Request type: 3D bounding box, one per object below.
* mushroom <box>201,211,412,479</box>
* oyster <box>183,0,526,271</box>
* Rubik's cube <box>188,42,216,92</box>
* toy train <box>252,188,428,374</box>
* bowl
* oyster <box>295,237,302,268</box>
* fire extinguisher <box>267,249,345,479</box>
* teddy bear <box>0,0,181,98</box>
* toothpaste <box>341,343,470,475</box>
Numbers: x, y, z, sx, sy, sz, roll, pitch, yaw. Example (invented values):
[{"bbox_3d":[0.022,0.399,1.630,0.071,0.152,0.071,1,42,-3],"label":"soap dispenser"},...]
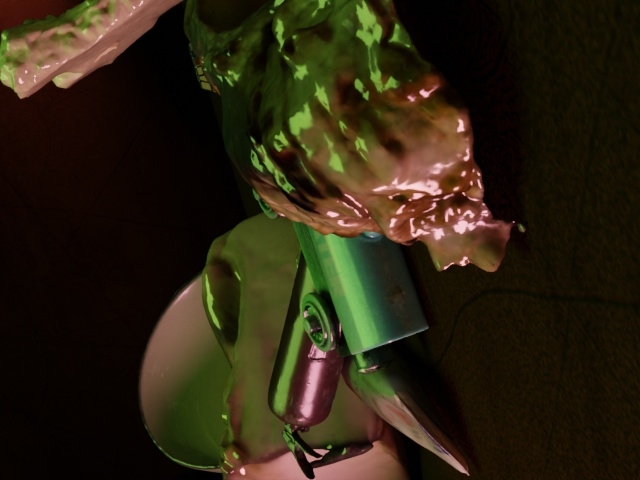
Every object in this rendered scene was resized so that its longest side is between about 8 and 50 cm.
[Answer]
[{"bbox_3d":[-0.014,0.167,1.433,0.313,0.224,0.397,54,-162,-54],"label":"mushroom"},{"bbox_3d":[-0.004,-0.107,0.649,0.337,0.133,0.197,-125,24,-56],"label":"oyster"},{"bbox_3d":[-0.139,-0.265,1.592,0.093,0.111,0.111,46,172,4],"label":"Rubik's cube"},{"bbox_3d":[0.022,-0.004,0.972,0.248,0.101,0.159,70,158,4],"label":"toy train"},{"bbox_3d":[-0.094,0.210,1.722,0.185,0.354,0.354,39,-159,-48],"label":"bowl"},{"bbox_3d":[-0.001,0.001,1.253,0.133,0.072,0.209,88,164,-61],"label":"oyster"},{"bbox_3d":[-0.003,0.119,1.135,0.089,0.072,0.267,38,125,40],"label":"fire extinguisher"},{"bbox_3d":[-0.259,-0.411,1.209,0.362,0.375,0.327,58,-167,-6],"label":"teddy bear"},{"bbox_3d":[0.070,0.147,1.077,0.100,0.066,0.323,49,178,-11],"label":"toothpaste"}]
